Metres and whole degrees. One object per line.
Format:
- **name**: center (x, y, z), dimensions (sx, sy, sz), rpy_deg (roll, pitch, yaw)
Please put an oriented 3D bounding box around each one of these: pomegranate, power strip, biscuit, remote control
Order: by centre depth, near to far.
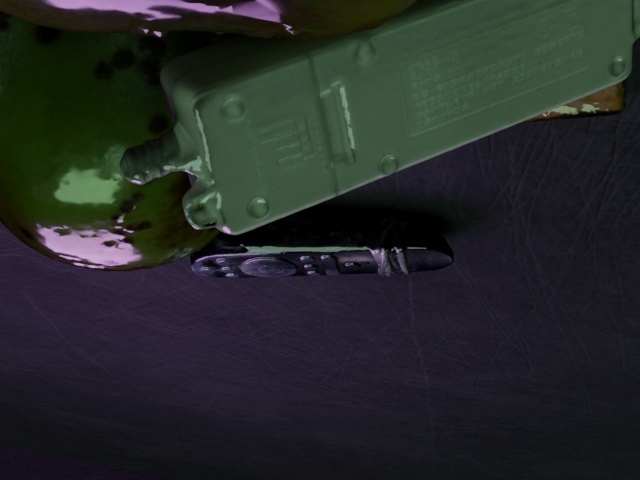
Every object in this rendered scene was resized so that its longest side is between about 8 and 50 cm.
- **power strip**: center (0.045, -0.095, 0.546), dimensions (0.338, 0.058, 0.098), rpy_deg (-22, 126, -15)
- **pomegranate**: center (-0.105, -0.095, 0.650), dimensions (0.285, 0.231, 0.231), rpy_deg (-16, 158, -16)
- **biscuit**: center (0.183, -0.118, 0.704), dimensions (0.083, 0.018, 0.081), rpy_deg (-4, 151, 20)
- **remote control**: center (0.000, 0.000, 0.951), dimensions (0.265, 0.066, 0.090), rpy_deg (-1, 166, 7)

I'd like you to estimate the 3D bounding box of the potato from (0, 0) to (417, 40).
- **potato**: center (-0.068, -0.193, 0.453), dimensions (0.307, 0.173, 0.210), rpy_deg (-3, 151, 12)
